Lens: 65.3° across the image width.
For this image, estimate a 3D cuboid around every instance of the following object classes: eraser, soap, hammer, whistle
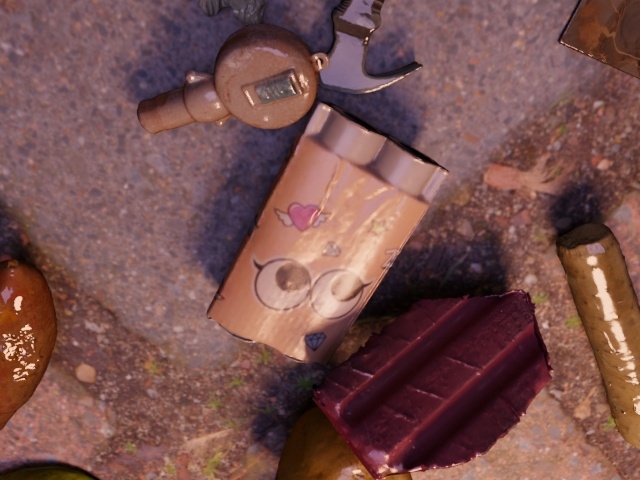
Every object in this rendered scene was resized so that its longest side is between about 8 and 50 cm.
[{"bbox_3d":[0.000,0.000,0.596,0.171,0.087,0.290,25,109,-17],"label":"eraser"},{"bbox_3d":[0.152,0.163,0.612,0.289,0.112,0.182,-38,73,-14],"label":"soap"},{"bbox_3d":[0.046,-0.268,0.515,0.158,0.041,0.226,9,111,-7],"label":"hammer"},{"bbox_3d":[-0.094,-0.155,0.522,0.220,0.057,0.107,-10,138,18],"label":"whistle"}]

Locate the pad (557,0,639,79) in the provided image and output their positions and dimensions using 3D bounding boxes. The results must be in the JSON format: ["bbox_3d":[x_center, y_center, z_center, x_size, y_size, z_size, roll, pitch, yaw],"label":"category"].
[{"bbox_3d":[0.483,-0.271,0.555,0.367,0.007,0.248,19,109,-10],"label":"pad"}]

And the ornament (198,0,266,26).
[{"bbox_3d":[-0.096,-0.261,0.512,0.092,0.041,0.068,20,104,0],"label":"ornament"}]

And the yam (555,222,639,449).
[{"bbox_3d":[0.407,0.140,0.678,0.083,0.083,0.371,-25,112,7],"label":"yam"}]

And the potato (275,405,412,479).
[{"bbox_3d":[0.024,0.301,0.686,0.203,0.178,0.158,-8,96,26],"label":"potato"}]

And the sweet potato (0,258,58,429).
[{"bbox_3d":[-0.415,0.175,0.643,0.109,0.109,0.385,24,115,-12],"label":"sweet potato"}]

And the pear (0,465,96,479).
[{"bbox_3d":[-0.413,0.462,0.745,0.288,0.139,0.239,4,103,-6],"label":"pear"}]
